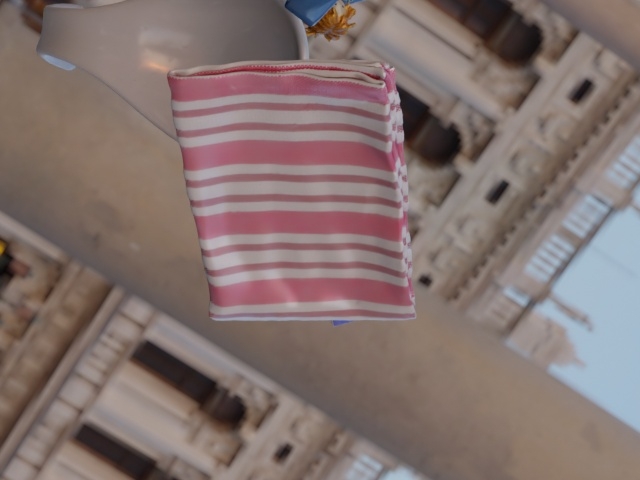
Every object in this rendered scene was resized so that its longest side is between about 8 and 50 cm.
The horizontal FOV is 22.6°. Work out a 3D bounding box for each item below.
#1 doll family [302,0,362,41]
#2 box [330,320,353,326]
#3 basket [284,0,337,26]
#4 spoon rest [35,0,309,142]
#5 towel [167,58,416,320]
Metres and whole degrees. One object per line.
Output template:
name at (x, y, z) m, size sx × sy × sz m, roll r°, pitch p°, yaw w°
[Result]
doll family at (-0.018, -0.274, 1.506) m, size 0.118 × 0.263 × 0.163 m, roll -41°, pitch -135°, yaw 46°
box at (0.000, 0.000, 1.135) m, size 0.028 × 0.081 × 0.136 m, roll -16°, pitch -149°, yaw -5°
basket at (0.089, -0.278, 1.026) m, size 0.255 × 0.201 × 0.289 m, roll -60°, pitch -165°, yaw -23°
spoon rest at (-0.123, -0.143, 1.235) m, size 0.276 × 0.084 × 0.137 m, roll 14°, pitch -85°, yaw 36°
towel at (-0.016, -0.025, 1.022) m, size 0.029 × 0.144 × 0.197 m, roll -76°, pitch 163°, yaw -55°
